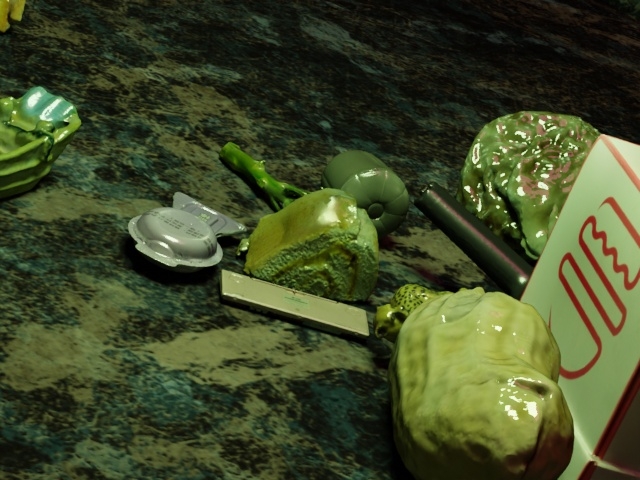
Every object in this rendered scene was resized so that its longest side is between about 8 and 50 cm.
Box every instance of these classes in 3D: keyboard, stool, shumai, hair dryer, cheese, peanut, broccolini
[{"bbox_3d":[-0.029,0.070,1.779,0.166,0.017,0.055,17,28,-14],"label":"keyboard"},{"bbox_3d":[0.050,-0.057,2.034,0.096,0.096,0.110,12,20,-23],"label":"stool"},{"bbox_3d":[0.313,-0.044,2.121,0.256,0.189,0.218,6,24,-23],"label":"shumai"},{"bbox_3d":[0.212,0.020,1.949,0.251,0.089,0.197,43,25,2],"label":"hair dryer"},{"bbox_3d":[-0.146,-0.008,1.807,0.105,0.042,0.191,27,22,8],"label":"cheese"},{"bbox_3d":[0.150,0.153,1.574,0.340,0.174,0.158,-87,152,-62],"label":"peanut"},{"bbox_3d":[-0.053,-0.073,2.020,0.067,0.058,0.216,0,31,-38],"label":"broccolini"}]

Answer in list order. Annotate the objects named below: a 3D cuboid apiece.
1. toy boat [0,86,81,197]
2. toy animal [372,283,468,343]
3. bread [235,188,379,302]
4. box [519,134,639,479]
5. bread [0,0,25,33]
[{"bbox_3d":[-0.366,-0.093,1.753,0.111,0.084,0.276,33,28,17],"label":"toy boat"},{"bbox_3d":[0.113,0.082,1.813,0.136,0.073,0.181,17,22,-10],"label":"toy animal"},{"bbox_3d":[-0.004,-0.002,1.847,0.156,0.110,0.103,11,31,-23],"label":"bread"},{"bbox_3d":[0.390,0.115,1.690,0.314,0.300,0.312,15,24,-17],"label":"box"},{"bbox_3d":[-0.466,-0.338,2.225,0.147,0.127,0.152,10,-8,-22],"label":"bread"}]
